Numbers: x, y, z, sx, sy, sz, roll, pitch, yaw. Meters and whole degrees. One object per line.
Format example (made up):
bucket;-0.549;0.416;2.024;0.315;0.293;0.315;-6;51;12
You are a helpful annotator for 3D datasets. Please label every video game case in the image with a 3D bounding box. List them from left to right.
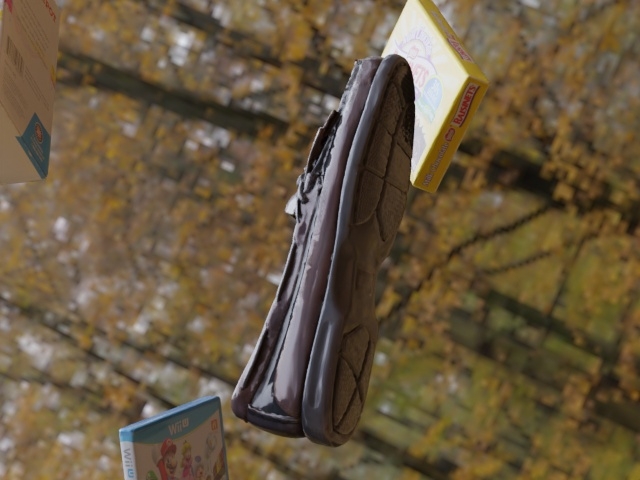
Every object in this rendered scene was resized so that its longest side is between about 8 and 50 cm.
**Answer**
video game case;-0.101;0.208;1.243;0.119;0.015;0.166;-14;-81;-60

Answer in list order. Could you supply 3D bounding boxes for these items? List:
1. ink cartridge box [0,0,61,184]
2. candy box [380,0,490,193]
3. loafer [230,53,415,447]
ink cartridge box;-0.215;-0.115;1.009;0.092;0.090;0.143;69;-163;-58
candy box;0.088;-0.130;1.431;0.105;0.027;0.206;-62;21;19
loafer;0.000;0.000;1.258;0.109;0.095;0.302;38;-119;-64
